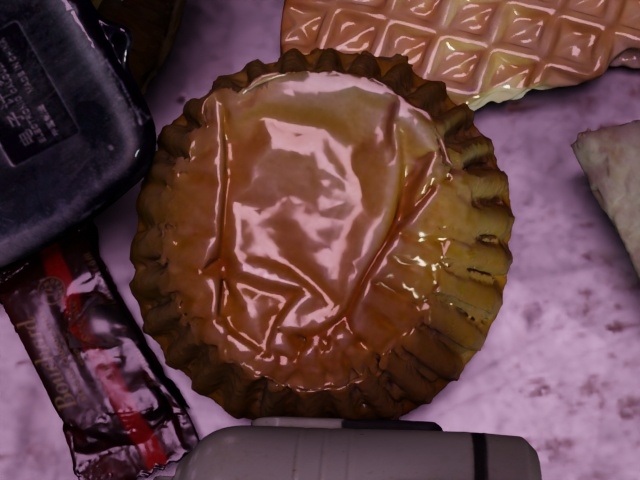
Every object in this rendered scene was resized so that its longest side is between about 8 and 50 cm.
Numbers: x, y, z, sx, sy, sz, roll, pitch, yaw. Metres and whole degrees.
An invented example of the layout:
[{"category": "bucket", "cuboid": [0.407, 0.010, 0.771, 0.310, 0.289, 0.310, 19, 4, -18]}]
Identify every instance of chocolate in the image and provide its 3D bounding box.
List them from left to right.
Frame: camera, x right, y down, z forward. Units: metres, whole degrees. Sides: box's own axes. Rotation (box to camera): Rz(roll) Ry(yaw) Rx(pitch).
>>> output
[{"category": "chocolate", "cuboid": [-0.146, 0.067, 0.923, 0.086, 0.028, 0.182, -26, 79, -1]}]

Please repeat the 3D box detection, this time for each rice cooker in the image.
[{"category": "rice cooker", "cuboid": [0.031, 0.202, 0.790, 0.244, 0.226, 0.226, 3, 77, 6]}]

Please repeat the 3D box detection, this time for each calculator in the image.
[{"category": "calculator", "cuboid": [-0.217, -0.065, 0.874, 0.268, 0.040, 0.177, -26, 101, 22]}]

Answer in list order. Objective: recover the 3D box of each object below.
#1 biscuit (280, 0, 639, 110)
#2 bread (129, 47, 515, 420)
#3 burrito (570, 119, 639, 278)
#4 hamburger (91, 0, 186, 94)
[{"category": "biscuit", "cuboid": [0.115, -0.180, 0.963, 0.309, 0.040, 0.204, -14, 77, -1]}, {"category": "bread", "cuboid": [0.000, 0.002, 0.865, 0.240, 0.139, 0.239, 0, 93, 2]}, {"category": "burrito", "cuboid": [0.278, 0.041, 0.875, 0.143, 0.105, 0.299, -25, 79, 0]}, {"category": "hamburger", "cuboid": [-0.211, -0.200, 0.908, 0.285, 0.265, 0.134, 30, 36, 9]}]
